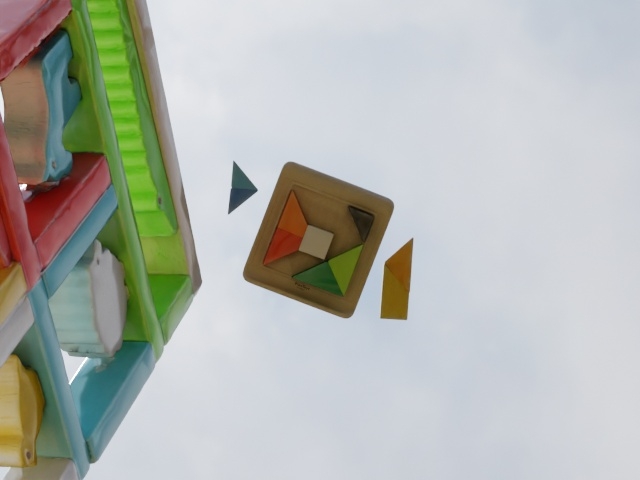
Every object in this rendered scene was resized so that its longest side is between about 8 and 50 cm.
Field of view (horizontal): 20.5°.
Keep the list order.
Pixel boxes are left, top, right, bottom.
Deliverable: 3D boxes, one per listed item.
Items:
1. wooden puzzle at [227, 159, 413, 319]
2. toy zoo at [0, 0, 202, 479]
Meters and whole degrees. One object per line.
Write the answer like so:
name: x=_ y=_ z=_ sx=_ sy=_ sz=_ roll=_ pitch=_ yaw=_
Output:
wooden puzzle: x=0.000 y=0.000 z=0.990 sx=0.116 sy=0.014 sz=0.078 roll=14 pitch=-89 yaw=-2
toy zoo: x=-0.123 y=0.015 z=0.700 sx=0.030 sy=0.293 sz=0.192 roll=1 pitch=-60 yaw=18
